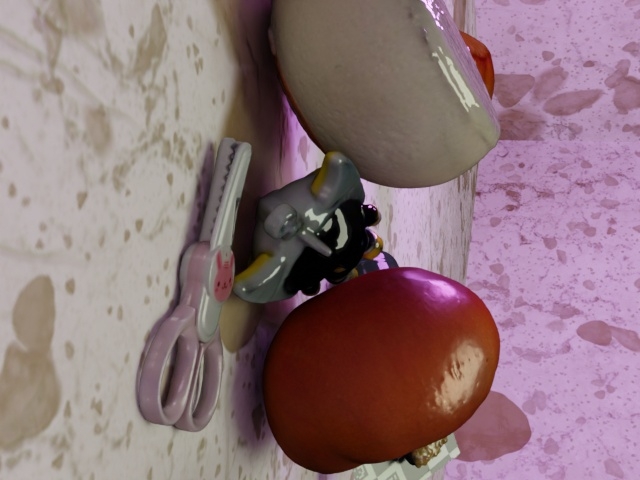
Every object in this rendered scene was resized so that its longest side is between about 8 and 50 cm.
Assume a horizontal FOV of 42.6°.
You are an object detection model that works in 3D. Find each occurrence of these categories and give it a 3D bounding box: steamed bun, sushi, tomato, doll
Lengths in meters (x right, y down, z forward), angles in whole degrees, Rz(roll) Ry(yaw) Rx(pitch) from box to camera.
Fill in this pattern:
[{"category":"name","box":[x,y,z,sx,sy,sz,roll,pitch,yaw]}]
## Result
[{"category":"steamed bun","box":[0.051,-0.178,0.832,0.283,0.177,0.283,52,22,-31]},{"category":"sushi","box":[0.113,0.235,1.108,0.192,0.050,0.215,-22,94,-37]},{"category":"tomato","box":[0.053,0.130,0.851,0.180,0.260,0.260,65,12,11]},{"category":"doll","box":[0.002,-0.004,0.834,0.103,0.145,0.316,64,10,15]}]

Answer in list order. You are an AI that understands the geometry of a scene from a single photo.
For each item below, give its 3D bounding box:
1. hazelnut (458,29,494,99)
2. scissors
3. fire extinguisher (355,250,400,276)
[{"category":"hazelnut","box":[0.190,-0.273,1.404,0.210,0.210,0.186,72,-5,-52]},{"category":"scissors","box":[-0.092,0.030,0.661,0.118,0.030,0.242,50,49,-68]},{"category":"fire extinguisher","box":[0.087,0.106,1.082,0.095,0.114,0.311,-52,-137,34]}]
